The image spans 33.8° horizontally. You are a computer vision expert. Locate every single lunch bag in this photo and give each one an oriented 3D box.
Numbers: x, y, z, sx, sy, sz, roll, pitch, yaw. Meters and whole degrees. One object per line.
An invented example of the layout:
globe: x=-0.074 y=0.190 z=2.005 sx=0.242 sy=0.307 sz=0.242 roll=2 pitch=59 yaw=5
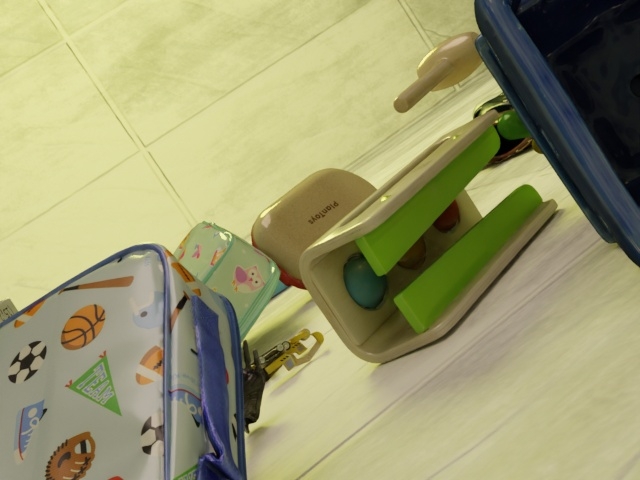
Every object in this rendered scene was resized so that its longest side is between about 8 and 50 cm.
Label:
lunch bag: x=-0.171 y=0.091 z=1.453 sx=0.224 sy=0.107 sz=0.279 roll=-57 pitch=16 yaw=-5
lunch bag: x=-0.156 y=0.155 z=0.730 sx=0.243 sy=0.115 sz=0.303 roll=-28 pitch=41 yaw=16

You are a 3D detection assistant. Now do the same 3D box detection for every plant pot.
plant pot: x=0.257 y=-0.131 z=0.779 sx=0.236 sy=0.236 sz=0.212 roll=-34 pitch=-1 yaw=2

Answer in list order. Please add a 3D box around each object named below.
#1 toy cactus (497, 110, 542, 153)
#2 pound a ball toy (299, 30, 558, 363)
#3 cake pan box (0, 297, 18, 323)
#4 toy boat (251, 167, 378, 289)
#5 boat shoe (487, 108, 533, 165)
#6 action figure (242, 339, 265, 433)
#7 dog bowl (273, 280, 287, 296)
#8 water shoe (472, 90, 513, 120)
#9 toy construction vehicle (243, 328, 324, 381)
toy cactus: x=0.288 y=-0.119 z=1.012 sx=0.218 sy=0.112 sz=0.181 roll=0 pitch=33 yaw=-5
pound a ball toy: x=0.094 y=-0.050 z=1.045 sx=0.135 sy=0.208 sz=0.319 roll=-28 pitch=9 yaw=44
cake pan box: x=-0.287 y=0.207 z=0.877 sx=0.070 sy=0.246 sz=0.267 roll=-25 pitch=8 yaw=31
toy boat: x=0.000 y=0.000 z=1.603 sx=0.231 sy=0.151 sz=0.151 roll=-38 pitch=-22 yaw=-33
boat shoe: x=0.261 y=-0.154 z=1.601 sx=0.073 sy=0.073 sz=0.207 roll=-36 pitch=6 yaw=-36
action figure: x=-0.142 y=0.171 z=0.906 sx=0.164 sy=0.141 sz=0.276 roll=-20 pitch=9 yaw=17
dog bowl: x=-0.076 y=0.041 z=1.831 sx=0.297 sy=0.074 sz=0.166 roll=-34 pitch=6 yaw=-4
water shoe: x=0.369 y=-0.254 z=1.917 sx=0.203 sy=0.073 sz=0.080 roll=-35 pitch=27 yaw=27
toy construction vehicle: x=-0.044 y=0.135 z=1.175 sx=0.098 sy=0.035 sz=0.086 roll=-33 pitch=-5 yaw=-15
